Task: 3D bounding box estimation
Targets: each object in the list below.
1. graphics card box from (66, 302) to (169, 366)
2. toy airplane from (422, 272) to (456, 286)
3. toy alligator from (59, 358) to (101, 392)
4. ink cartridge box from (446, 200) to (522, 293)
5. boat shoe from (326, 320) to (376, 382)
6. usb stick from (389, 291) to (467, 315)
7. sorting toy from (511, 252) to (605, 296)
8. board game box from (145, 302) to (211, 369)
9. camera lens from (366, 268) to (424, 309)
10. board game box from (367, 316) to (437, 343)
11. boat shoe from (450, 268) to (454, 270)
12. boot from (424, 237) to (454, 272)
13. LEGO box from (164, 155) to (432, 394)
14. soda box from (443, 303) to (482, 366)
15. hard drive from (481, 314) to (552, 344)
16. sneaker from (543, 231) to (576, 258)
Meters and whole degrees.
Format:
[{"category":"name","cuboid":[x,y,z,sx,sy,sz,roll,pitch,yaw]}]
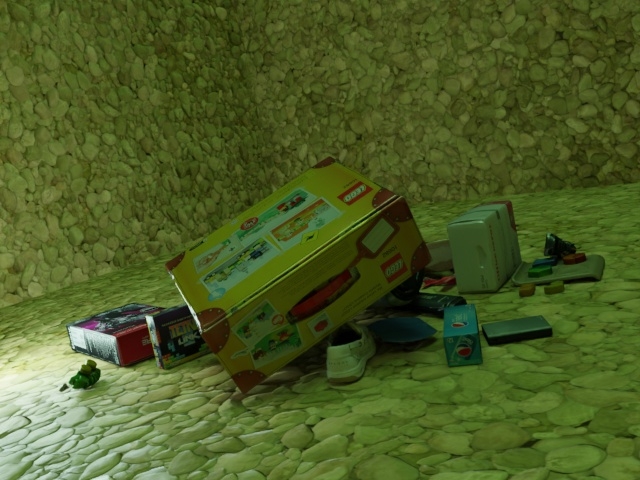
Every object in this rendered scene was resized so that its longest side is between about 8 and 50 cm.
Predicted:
[{"category":"graphics card box","cuboid":[-0.550,0.263,2.003,0.232,0.094,0.371,-18,11,-38]},{"category":"toy airplane","cuboid":[0.358,0.118,2.046,0.151,0.028,0.151,-10,7,1]},{"category":"toy alligator","cuboid":[-0.575,0.340,1.694,0.051,0.056,0.190,30,9,-3]},{"category":"ink cartridge box","cuboid":[0.473,0.014,1.989,0.117,0.207,0.283,-6,9,32]},{"category":"boat shoe","cuboid":[0.065,0.220,1.528,0.098,0.096,0.277,-9,9,9]},{"category":"usb stick","cuboid":[0.261,0.162,1.827,0.077,0.045,0.278,-19,13,-35]},{"category":"sorting toy","cuboid":[0.639,0.084,1.885,0.229,0.041,0.307,-6,10,27]},{"category":"board game box","cuboid":[-0.347,0.235,1.781,0.170,0.141,0.048,-18,11,-37]},{"category":"camera lens","cuboid":[0.118,0.074,1.837,0.274,0.219,0.219,-12,6,40]},{"category":"board game box","cuboid":[0.189,0.219,1.608,0.133,0.033,0.168,-8,13,-16]},{"category":"boat shoe","cuboid":[0.429,0.052,2.255,0.073,0.073,0.207,-16,17,-6]},{"category":"boot","cuboid":[0.342,0.037,2.193,0.295,0.104,0.211,-24,9,23]},{"category":"LEGO box","cuboid":[-0.065,0.052,1.587,0.500,0.193,0.372,-34,30,-9]},{"category":"soda box","cuboid":[0.301,0.198,1.482,0.071,0.067,0.210,-9,9,12]},{"category":"hard drive","cuboid":[0.424,0.194,1.509,0.135,0.022,0.094,-10,9,6]},{"category":"sneaker","cuboid":[0.705,0.018,2.033,0.077,0.072,0.178,6,-3,31]}]
